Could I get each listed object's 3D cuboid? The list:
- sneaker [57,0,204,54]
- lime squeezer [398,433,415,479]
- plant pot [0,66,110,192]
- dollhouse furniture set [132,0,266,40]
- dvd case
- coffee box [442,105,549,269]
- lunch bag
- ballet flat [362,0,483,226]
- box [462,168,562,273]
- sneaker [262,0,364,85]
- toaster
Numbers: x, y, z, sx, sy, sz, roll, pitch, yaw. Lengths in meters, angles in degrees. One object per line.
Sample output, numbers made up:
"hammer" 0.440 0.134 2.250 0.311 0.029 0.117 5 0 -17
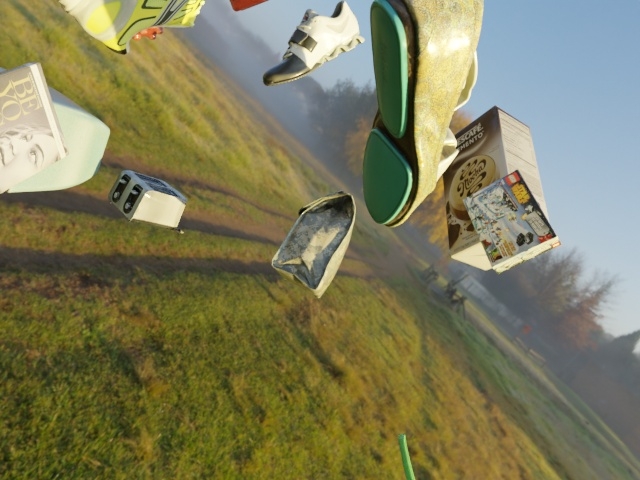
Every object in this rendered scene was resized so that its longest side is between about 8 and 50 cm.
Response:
"sneaker" -0.221 -0.439 0.701 0.147 0.384 0.145 62 7 -59
"lime squeezer" 0.202 0.457 0.684 0.310 0.110 0.058 45 27 14
"plant pot" -0.731 -0.284 1.184 0.247 0.247 0.252 33 18 24
"dollhouse furniture set" -0.305 -0.568 0.953 0.201 0.373 0.152 -71 144 -75
"dvd case" -0.495 -0.161 0.679 0.018 0.165 0.221 13 39 11
"coffee box" 0.364 -0.111 0.944 0.118 0.168 0.298 19 58 -26
"lunch bag" 0.000 0.000 1.271 0.168 0.287 0.235 29 -9 8
"ballet flat" 0.119 -0.138 0.531 0.123 0.123 0.349 45 -20 27
"box" 0.277 -0.030 0.650 0.027 0.093 0.137 35 35 -39
"sneaker" -0.041 -0.555 1.236 0.122 0.330 0.146 34 -23 55
"toaster" -0.510 -0.117 1.327 0.168 0.110 0.185 35 11 35
